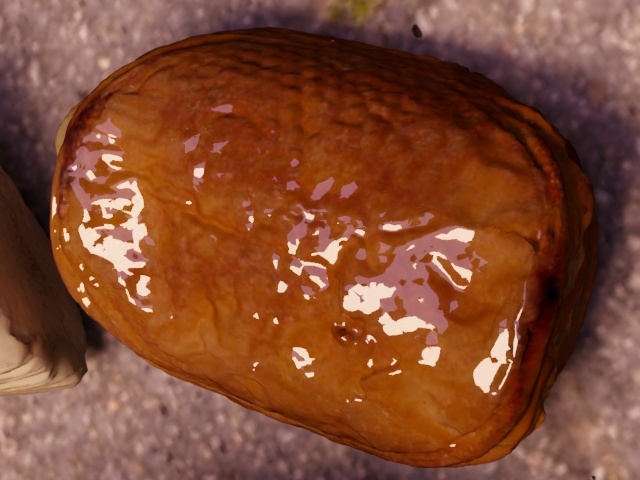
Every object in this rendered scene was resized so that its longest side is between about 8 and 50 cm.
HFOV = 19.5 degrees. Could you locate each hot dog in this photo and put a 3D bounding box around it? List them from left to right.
[{"bbox_3d":[0.000,0.000,0.899,0.272,0.122,0.196,15,97,25],"label":"hot dog"}]

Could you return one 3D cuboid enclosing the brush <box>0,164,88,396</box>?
[{"bbox_3d":[-0.249,-0.009,0.986,0.166,0.174,0.266,-30,65,8],"label":"brush"}]
